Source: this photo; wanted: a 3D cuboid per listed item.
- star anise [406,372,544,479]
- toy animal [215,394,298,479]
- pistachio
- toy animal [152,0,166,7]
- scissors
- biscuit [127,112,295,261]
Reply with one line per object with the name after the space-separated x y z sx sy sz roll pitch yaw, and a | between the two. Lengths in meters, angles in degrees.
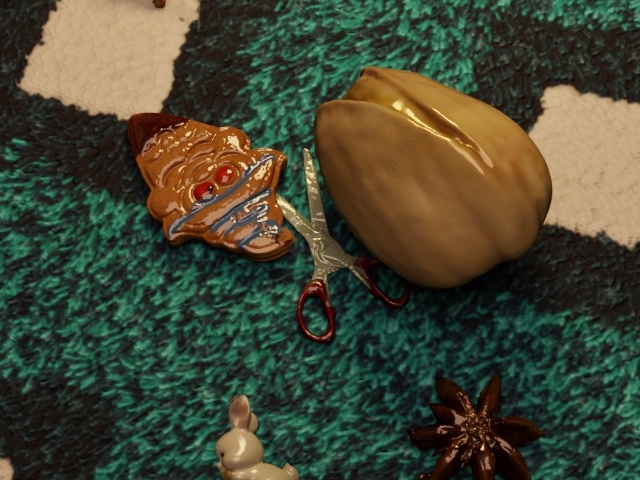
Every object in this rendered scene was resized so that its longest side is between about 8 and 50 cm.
0.178 0.223 1.640 0.168 0.057 0.168 -1 68 3 | star anise
-0.083 0.253 1.629 0.085 0.071 0.124 -36 71 -12 | toy animal
0.125 -0.076 1.674 0.229 0.238 0.321 -38 51 -19 | pistachio
-0.260 -0.401 1.886 0.255 0.116 0.114 20 71 9 | toy animal
0.000 0.000 1.764 0.144 0.017 0.248 -25 67 -8 | scissors
-0.141 -0.075 1.784 0.183 0.043 0.280 -42 72 -17 | biscuit
